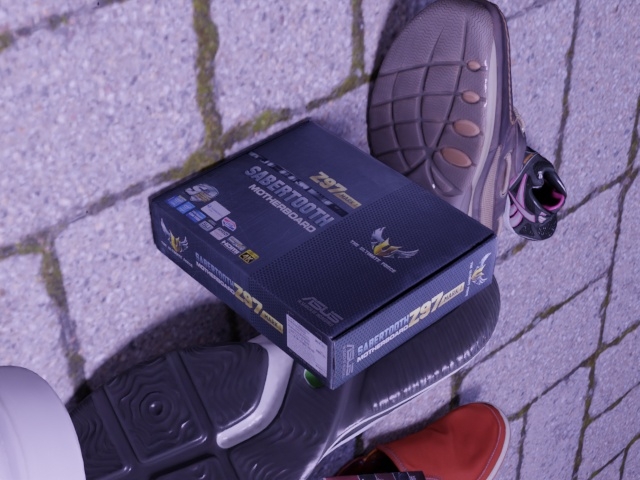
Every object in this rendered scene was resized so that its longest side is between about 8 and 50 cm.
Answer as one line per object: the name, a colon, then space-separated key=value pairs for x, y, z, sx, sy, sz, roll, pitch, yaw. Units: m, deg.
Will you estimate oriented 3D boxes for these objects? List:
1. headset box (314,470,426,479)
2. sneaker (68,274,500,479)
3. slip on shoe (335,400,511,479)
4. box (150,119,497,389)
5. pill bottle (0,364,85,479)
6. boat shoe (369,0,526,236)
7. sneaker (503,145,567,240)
headset box: x=-0.023 y=0.317 z=1.081 sx=0.218 sy=0.110 sz=0.293 roll=-26 pitch=161 yaw=20
sneaker: x=-0.035 y=0.169 z=1.037 sx=0.447 sy=0.169 sz=0.257 roll=-28 pitch=164 yaw=-4
slip on shoe: x=0.107 y=0.290 z=1.328 sx=0.331 sy=0.123 sz=0.101 roll=-28 pitch=131 yaw=-25
box: x=0.000 y=0.000 z=0.899 sx=0.183 sy=0.232 sz=0.059 roll=-29 pitch=138 yaw=-31
pill bottle: x=-0.355 y=0.174 z=0.640 sx=0.407 sy=0.229 sz=0.229 roll=1 pitch=115 yaw=-48
boat shoe: x=0.131 y=-0.095 z=1.083 sx=0.130 sy=0.132 sz=0.355 roll=-39 pitch=149 yaw=-36
sneaker: x=0.253 y=-0.046 z=1.271 sx=0.072 sy=0.077 sz=0.178 roll=-50 pitch=143 yaw=-7
